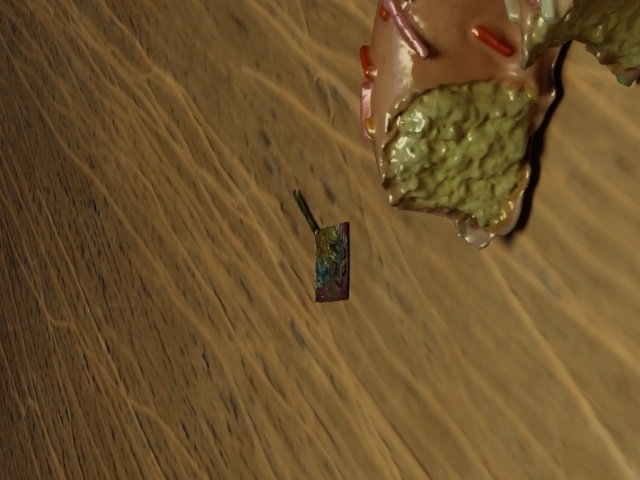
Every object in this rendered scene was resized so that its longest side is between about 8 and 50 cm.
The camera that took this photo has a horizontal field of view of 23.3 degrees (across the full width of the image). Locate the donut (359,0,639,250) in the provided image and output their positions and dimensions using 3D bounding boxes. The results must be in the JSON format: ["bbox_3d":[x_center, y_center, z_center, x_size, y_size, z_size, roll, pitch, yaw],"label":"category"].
[{"bbox_3d":[0.060,-0.082,0.512,0.166,0.065,0.117,128,139,-51],"label":"donut"}]

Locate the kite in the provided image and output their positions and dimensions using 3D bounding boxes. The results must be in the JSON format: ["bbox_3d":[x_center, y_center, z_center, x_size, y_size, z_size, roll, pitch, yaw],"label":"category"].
[{"bbox_3d":[-0.001,0.006,0.724,0.078,0.002,0.044,-146,62,-63],"label":"kite"}]
